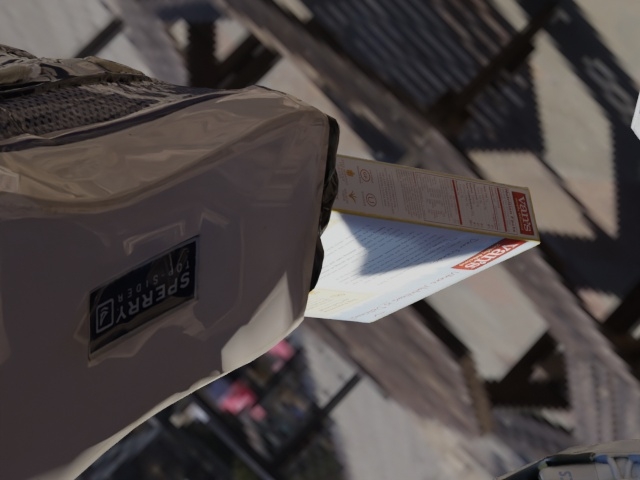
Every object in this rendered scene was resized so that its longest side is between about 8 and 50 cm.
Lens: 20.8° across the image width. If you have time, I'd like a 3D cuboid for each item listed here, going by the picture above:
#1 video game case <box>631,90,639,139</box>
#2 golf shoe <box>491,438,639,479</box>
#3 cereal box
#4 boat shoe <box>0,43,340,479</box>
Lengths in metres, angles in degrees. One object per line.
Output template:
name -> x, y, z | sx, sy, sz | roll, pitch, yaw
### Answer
video game case -> 0.304, -0.061, 1.413 | 0.143, 0.019, 0.157 | 55, 179, 13
golf shoe -> 0.128, 0.104, 0.673 | 0.086, 0.069, 0.176 | 13, 153, -39
cereal box -> 0.000, 0.000, 1.123 | 0.240, 0.047, 0.173 | 8, 155, -43
boat shoe -> -0.139, 0.009, 0.548 | 0.158, 0.127, 0.340 | 15, -164, 26
